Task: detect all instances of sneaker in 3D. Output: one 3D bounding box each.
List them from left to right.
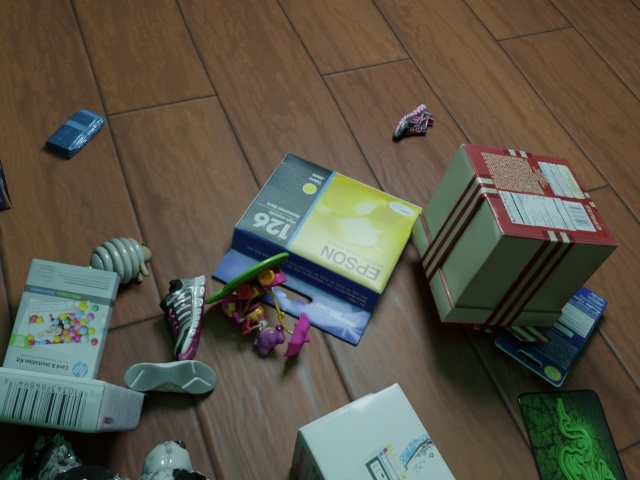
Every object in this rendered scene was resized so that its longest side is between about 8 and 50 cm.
[{"bbox_3d":[-0.245,0.221,1.079,0.152,0.061,0.054,10,75,-26],"label":"sneaker"},{"bbox_3d":[-0.242,0.132,1.138,0.074,0.063,0.171,5,50,-5],"label":"sneaker"},{"bbox_3d":[0.213,-0.258,1.483,0.057,0.047,0.119,46,62,9],"label":"sneaker"}]

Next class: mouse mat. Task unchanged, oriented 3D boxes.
[{"bbox_3d":[0.428,0.344,1.118,0.152,0.007,0.190,-1,57,-9],"label":"mouse mat"}]

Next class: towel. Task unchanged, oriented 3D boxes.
[{"bbox_3d":[-0.506,-0.225,1.366,0.067,0.029,0.119,25,56,10],"label":"towel"}]

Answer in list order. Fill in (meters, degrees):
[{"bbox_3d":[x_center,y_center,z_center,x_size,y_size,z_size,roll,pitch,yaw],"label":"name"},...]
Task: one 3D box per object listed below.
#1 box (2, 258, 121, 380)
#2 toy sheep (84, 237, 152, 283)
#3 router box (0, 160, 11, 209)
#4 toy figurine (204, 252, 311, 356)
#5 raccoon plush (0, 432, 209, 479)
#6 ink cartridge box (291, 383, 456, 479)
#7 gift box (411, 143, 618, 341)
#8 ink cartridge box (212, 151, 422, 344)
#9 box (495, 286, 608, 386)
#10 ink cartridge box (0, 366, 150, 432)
[{"bbox_3d":[-0.424,0.133,1.090,0.145,0.038,0.186,10,77,-1],"label":"box"},{"bbox_3d":[-0.360,0.039,1.171,0.132,0.091,0.091,-18,58,-40],"label":"toy sheep"},{"bbox_3d":[-0.752,-0.168,1.260,0.242,0.081,0.309,-18,60,-19],"label":"router box"},{"bbox_3d":[-0.092,0.132,1.136,0.173,0.130,0.159,-31,83,12],"label":"toy figurine"},{"bbox_3d":[-0.290,0.448,0.799,0.299,0.216,0.447,40,67,-31],"label":"raccoon plush"},{"bbox_3d":[0.083,0.365,0.955,0.168,0.171,0.233,-20,60,-20],"label":"ink cartridge box"},{"bbox_3d":[0.337,0.016,1.159,0.276,0.258,0.255,10,45,-15],"label":"gift box"},{"bbox_3d":[0.000,0.000,1.260,0.303,0.072,0.307,24,54,8],"label":"ink cartridge box"},{"bbox_3d":[0.425,0.159,1.226,0.136,0.037,0.225,35,57,16],"label":"box"},{"bbox_3d":[-0.424,0.217,0.911,0.323,0.330,0.072,7,72,-2],"label":"ink cartridge box"}]
